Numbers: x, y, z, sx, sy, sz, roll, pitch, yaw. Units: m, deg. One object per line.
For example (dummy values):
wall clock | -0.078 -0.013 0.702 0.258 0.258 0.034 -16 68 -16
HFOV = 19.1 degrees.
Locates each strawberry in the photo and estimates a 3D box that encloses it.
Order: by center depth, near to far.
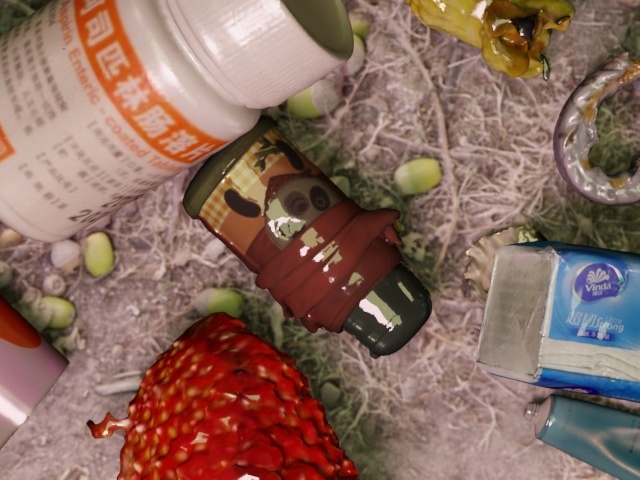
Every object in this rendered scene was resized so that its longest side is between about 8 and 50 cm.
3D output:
strawberry | -0.100 0.262 1.892 0.292 0.292 0.343 -32 72 2

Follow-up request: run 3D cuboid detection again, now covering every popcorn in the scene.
popcorn | 0.180 -0.265 1.926 0.195 0.173 0.168 43 70 10

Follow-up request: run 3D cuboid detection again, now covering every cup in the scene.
cup | -0.407 0.084 1.929 0.288 0.203 0.203 40 92 -6

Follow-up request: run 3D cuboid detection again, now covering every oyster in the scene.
oyster | 0.213 0.051 1.971 0.146 0.045 0.121 28 92 0

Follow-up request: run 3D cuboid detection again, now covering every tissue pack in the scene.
tissue pack | 0.311 0.086 1.868 0.263 0.198 0.146 10 89 -13

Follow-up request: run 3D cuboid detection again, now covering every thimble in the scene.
thimble | 0.305 -0.110 1.931 0.127 0.118 0.151 33 93 1

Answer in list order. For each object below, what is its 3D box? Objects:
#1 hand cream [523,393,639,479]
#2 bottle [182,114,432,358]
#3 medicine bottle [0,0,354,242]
hand cream | 0.317 0.215 1.977 0.224 0.048 0.083 20 89 -4
bottle | 0.000 0.000 1.931 0.271 0.143 0.156 42 117 3
medicine bottle | -0.169 -0.166 1.847 0.371 0.211 0.211 -29 90 21
